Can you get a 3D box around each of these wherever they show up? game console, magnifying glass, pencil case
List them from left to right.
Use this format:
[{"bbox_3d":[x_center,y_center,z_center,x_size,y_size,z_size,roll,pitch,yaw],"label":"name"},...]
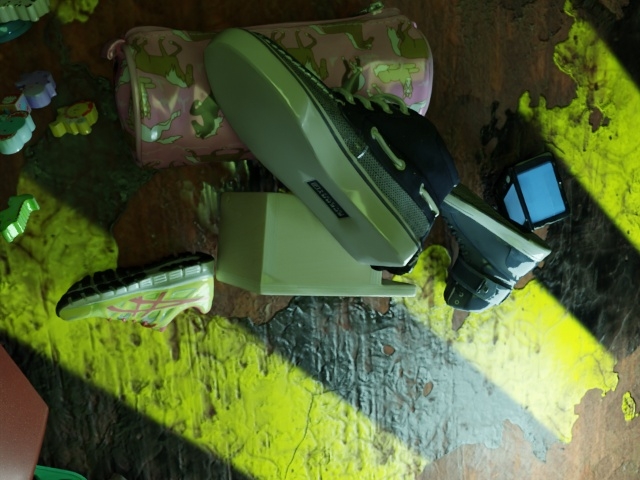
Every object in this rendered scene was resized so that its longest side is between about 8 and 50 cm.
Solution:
[{"bbox_3d":[-0.393,0.316,0.901,0.231,0.026,0.092,49,46,-19],"label":"magnifying glass"},{"bbox_3d":[-0.061,-0.190,0.839,0.386,0.160,0.167,-11,76,-17],"label":"pencil case"},{"bbox_3d":[0.334,-0.061,1.069,0.107,0.071,0.122,-48,121,-44],"label":"game console"}]

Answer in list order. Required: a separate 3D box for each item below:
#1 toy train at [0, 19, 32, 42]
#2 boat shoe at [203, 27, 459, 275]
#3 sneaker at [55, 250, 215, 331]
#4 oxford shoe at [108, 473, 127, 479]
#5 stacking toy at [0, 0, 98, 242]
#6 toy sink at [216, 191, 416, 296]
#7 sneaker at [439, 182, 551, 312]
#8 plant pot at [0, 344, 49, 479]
[{"bbox_3d":[-0.446,-0.248,0.712,0.248,0.105,0.143,-28,126,-12],"label":"toy train"},{"bbox_3d":[0.026,-0.126,0.767,0.340,0.127,0.158,50,62,-28],"label":"boat shoe"},{"bbox_3d":[-0.233,0.082,0.886,0.209,0.081,0.094,-12,110,-18],"label":"sneaker"},{"bbox_3d":[-0.203,0.411,0.980,0.271,0.097,0.098,37,57,-39],"label":"oxford shoe"},{"bbox_3d":[-0.308,-0.134,0.708,0.052,0.221,0.167,-1,137,8],"label":"stacking toy"},{"bbox_3d":[0.000,0.000,0.900,0.234,0.153,0.131,4,92,-28],"label":"toy sink"},{"bbox_3d":[0.208,0.011,1.035,0.226,0.086,0.163,35,114,-2],"label":"sneaker"},{"bbox_3d":[-0.453,0.209,0.702,0.268,0.235,0.267,-7,123,22],"label":"plant pot"}]
